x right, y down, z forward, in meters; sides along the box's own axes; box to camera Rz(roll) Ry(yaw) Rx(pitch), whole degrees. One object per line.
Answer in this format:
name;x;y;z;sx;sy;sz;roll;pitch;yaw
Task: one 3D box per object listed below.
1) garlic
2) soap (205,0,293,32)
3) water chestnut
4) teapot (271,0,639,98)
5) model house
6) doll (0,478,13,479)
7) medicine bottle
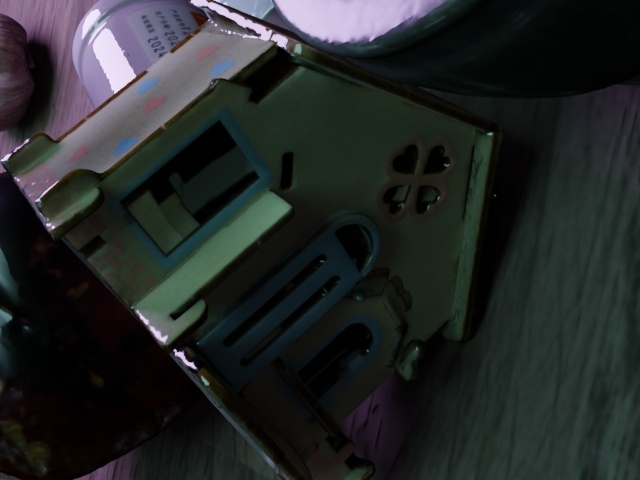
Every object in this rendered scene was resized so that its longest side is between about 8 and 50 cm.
garlic;-0.383;-0.199;1.185;0.159;0.102;0.147;-3;95;59
soap;-0.035;-0.286;0.774;0.208;0.115;0.347;-43;52;13
water chestnut;-0.225;0.062;0.873;0.289;0.244;0.289;-3;86;45
teapot;0.144;-0.208;0.511;0.321;0.239;0.239;-50;45;29
model house;0.000;0.000;0.636;0.244;0.326;0.169;-44;41;-13
doll;-0.309;0.365;1.013;0.252;0.111;0.237;16;81;37
medicine bottle;-0.108;-0.094;0.843;0.133;0.133;0.249;-53;48;28
